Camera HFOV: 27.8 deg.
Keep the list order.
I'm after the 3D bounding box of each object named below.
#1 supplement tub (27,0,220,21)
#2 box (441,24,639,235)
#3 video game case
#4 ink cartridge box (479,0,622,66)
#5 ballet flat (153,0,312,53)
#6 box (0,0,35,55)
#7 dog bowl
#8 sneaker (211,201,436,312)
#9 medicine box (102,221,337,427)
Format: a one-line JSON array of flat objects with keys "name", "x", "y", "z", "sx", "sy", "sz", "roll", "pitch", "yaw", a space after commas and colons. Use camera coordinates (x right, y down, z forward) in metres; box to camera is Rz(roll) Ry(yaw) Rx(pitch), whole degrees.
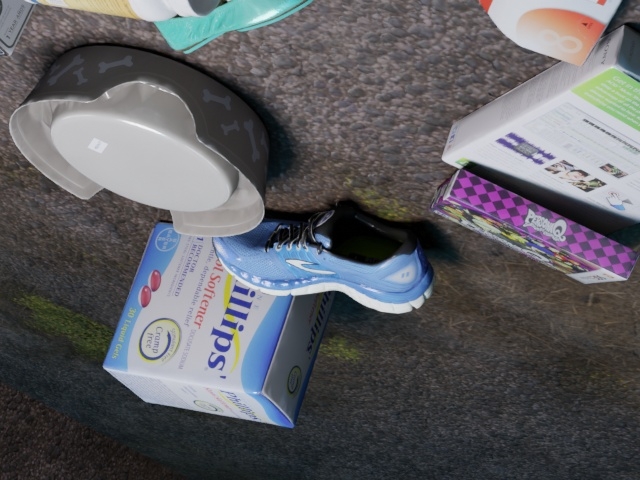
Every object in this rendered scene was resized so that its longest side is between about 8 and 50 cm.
[{"name": "supplement tub", "x": -0.199, "y": -0.291, "z": 1.255, "sx": 0.200, "sy": 0.144, "sz": 0.144, "roll": 11, "pitch": 157, "yaw": 16}, {"name": "box", "x": 0.315, "y": -0.106, "z": 1.418, "sx": 0.232, "sy": 0.058, "sz": 0.322, "roll": 26, "pitch": 157, "yaw": -19}, {"name": "video game case", "x": 0.253, "y": -0.013, "z": 1.582, "sx": 0.232, "sy": 0.041, "sz": 0.210, "roll": 25, "pitch": 176, "yaw": -1}, {"name": "ink cartridge box", "x": 0.189, "y": -0.240, "z": 1.217, "sx": 0.179, "sy": 0.045, "sz": 0.145, "roll": 15, "pitch": 157, "yaw": 0}, {"name": "ballet flat", "x": -0.100, "y": -0.259, "z": 1.344, "sx": 0.247, "sy": 0.083, "sz": 0.087, "roll": -11, "pitch": 135, "yaw": 48}, {"name": "box", "x": -0.391, "y": -0.333, "z": 1.279, "sx": 0.087, "sy": 0.169, "sz": 0.290, "roll": 7, "pitch": 156, "yaw": 31}, {"name": "dog bowl", "x": -0.226, "y": -0.130, "z": 1.702, "sx": 0.349, "sy": 0.102, "sz": 0.348, "roll": 15, "pitch": 157, "yaw": 7}, {"name": "sneaker", "x": 0.000, "y": 0.000, "z": 1.843, "sx": 0.330, "sy": 0.129, "sz": 0.147, "roll": 7, "pitch": 141, "yaw": 17}, {"name": "medicine box", "x": -0.150, "y": 0.127, "z": 2.024, "sx": 0.289, "sy": 0.263, "sz": 0.149, "roll": 5, "pitch": 155, "yaw": 28}]
